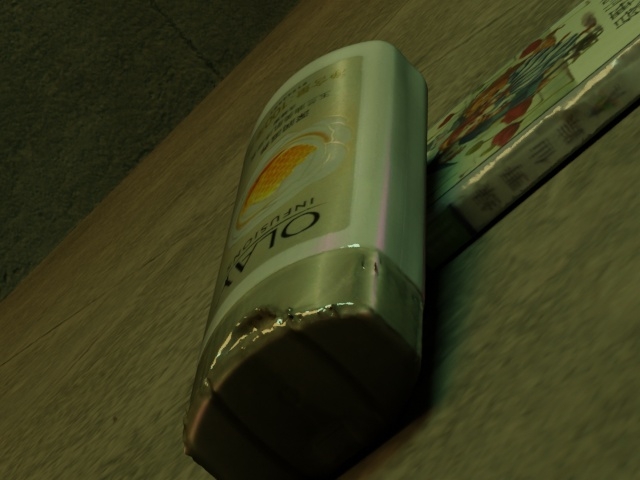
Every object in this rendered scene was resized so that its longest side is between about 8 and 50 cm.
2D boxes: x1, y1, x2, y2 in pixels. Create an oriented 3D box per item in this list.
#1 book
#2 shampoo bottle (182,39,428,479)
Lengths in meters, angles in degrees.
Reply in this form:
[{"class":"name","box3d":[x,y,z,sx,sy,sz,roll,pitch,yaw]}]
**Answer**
[{"class":"book","box3d":[0.098,-0.066,0.715,0.231,0.026,0.157,-40,9,13]},{"class":"shampoo bottle","box3d":[0.000,0.000,0.628,0.086,0.056,0.227,-40,18,22]}]
